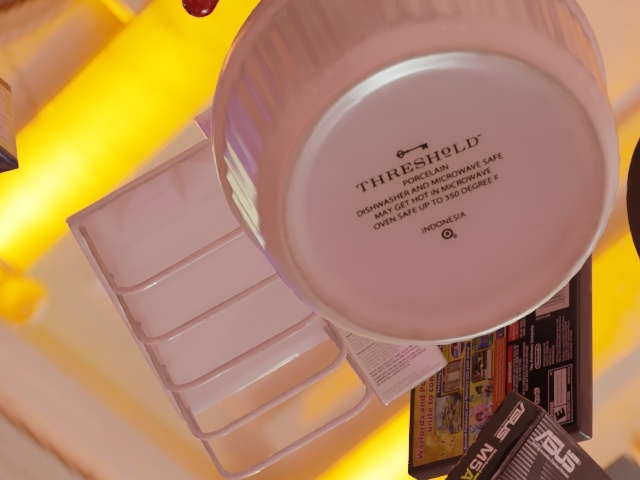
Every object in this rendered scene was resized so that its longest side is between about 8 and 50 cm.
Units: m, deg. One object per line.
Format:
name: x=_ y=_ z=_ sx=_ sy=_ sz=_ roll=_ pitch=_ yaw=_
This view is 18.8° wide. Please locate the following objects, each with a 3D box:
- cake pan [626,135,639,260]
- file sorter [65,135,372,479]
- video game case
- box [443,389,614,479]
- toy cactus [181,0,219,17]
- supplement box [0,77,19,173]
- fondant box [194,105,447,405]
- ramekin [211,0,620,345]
cake pan: x=0.408 y=-0.028 z=1.839 sx=0.054 sy=0.293 sz=0.293 roll=-17 pitch=-114 yaw=-41
file sorter: x=-0.091 y=0.072 z=1.923 sx=0.278 sy=0.193 sz=0.173 roll=64 pitch=174 yaw=-34
video game case: x=0.215 y=0.135 z=2.319 sx=0.035 sy=0.248 sz=0.275 roll=32 pitch=-130 yaw=-41
box: x=0.148 y=0.236 z=1.483 sx=0.045 sy=0.184 sz=0.191 roll=33 pitch=171 yaw=46
toy cactus: x=-0.066 y=-0.235 z=1.205 sx=0.112 sy=0.180 sz=0.219 roll=53 pitch=178 yaw=-42
supplement box: x=-0.318 y=-0.101 z=1.708 sx=0.056 sy=0.083 sz=0.083 roll=50 pitch=-151 yaw=-67
fondant box: x=0.000 y=0.000 z=2.216 sx=0.330 sy=0.096 sz=0.238 roll=59 pitch=177 yaw=-33
ramekin: x=0.068 y=-0.054 z=1.244 sx=0.273 sy=0.273 sz=0.127 roll=37 pitch=-163 yaw=-26
